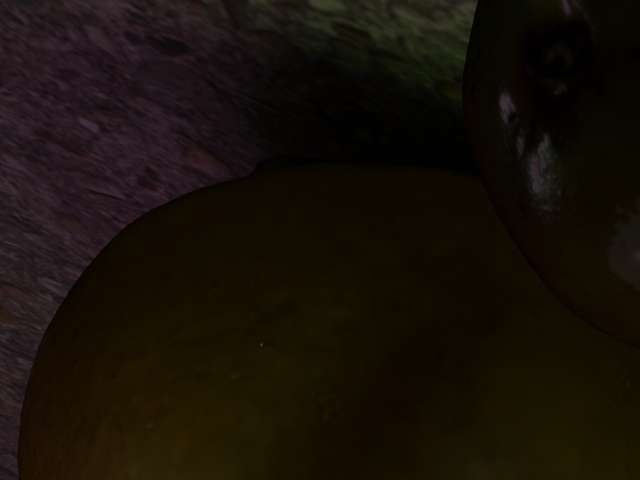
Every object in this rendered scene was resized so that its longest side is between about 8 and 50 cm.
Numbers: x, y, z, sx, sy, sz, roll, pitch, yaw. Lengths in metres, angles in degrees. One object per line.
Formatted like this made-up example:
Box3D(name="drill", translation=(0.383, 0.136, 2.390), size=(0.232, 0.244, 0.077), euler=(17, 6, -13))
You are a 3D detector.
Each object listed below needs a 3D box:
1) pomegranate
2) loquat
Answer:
Box3D(name="pomegranate", translation=(0.151, -0.050, 0.614), size=(0.209, 0.180, 0.180), euler=(-3, 172, -28))
Box3D(name="loquat", translation=(0.021, 0.134, 0.910), size=(0.328, 0.360, 0.328), euler=(3, 163, 1))
